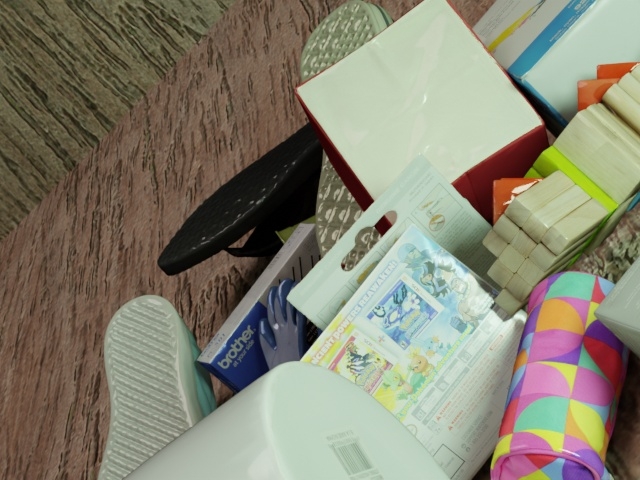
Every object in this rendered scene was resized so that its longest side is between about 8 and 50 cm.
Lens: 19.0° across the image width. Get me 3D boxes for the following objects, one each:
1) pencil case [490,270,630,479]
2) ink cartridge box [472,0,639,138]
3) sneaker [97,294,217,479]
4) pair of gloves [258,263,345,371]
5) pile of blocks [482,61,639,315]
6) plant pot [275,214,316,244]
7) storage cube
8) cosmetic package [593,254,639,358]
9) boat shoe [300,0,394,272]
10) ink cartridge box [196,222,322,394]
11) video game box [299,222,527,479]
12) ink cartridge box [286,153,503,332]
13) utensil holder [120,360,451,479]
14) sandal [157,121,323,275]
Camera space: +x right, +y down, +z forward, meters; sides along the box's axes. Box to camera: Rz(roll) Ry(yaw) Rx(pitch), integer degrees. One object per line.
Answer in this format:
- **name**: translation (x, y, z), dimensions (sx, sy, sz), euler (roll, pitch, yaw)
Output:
- **pencil case**: translation (0.205, 0.132, 1.593), dimensions (0.104, 0.104, 0.236), euler (-34, 25, 36)
- **ink cartridge box**: translation (0.280, -0.187, 1.936), dimensions (0.168, 0.171, 0.232), euler (-47, 19, 3)
- **sneaker**: translation (-0.165, 0.242, 2.179), dimensions (0.135, 0.150, 0.366), euler (-15, 51, 19)
- **pair of gloves**: translation (-0.005, 0.110, 2.078), dimensions (0.198, 0.023, 0.159), euler (-20, 73, 52)
- **pile of blocks**: translation (0.258, -0.084, 1.767), dimensions (0.362, 0.112, 0.149), euler (-40, -14, -26)
- **plant pot**: translation (0.000, 0.000, 2.345), dimensions (0.079, 0.083, 0.083), euler (-35, 19, -1)
- **storage cube**: translation (0.109, -0.102, 1.931), dimensions (0.184, 0.215, 0.193), euler (-34, -21, -1)
- **cosmetic package**: translation (0.325, 0.058, 1.464), dimensions (0.127, 0.107, 0.238), euler (-49, 22, -4)
- **boat shoe**: translation (0.089, -0.083, 2.196), dimensions (0.187, 0.156, 0.500), euler (-37, 36, 22)
- **ink cartridge box**: translation (-0.041, 0.089, 2.212), dimensions (0.207, 0.097, 0.046), euler (-52, 20, -15)
- **video game box**: translation (0.091, 0.121, 1.723), dimensions (0.205, 0.187, 0.048), euler (-50, -3, -9)
- **ink cartridge box**: translation (0.085, 0.039, 1.826), dimensions (0.189, 0.232, 0.066), euler (-48, 35, -1)
- **utensil holder**: translation (-0.078, 0.327, 1.488), dimensions (0.385, 0.327, 0.327), euler (-38, 21, 18)
- **sandal**: translation (-0.015, -0.077, 2.511), dimensions (0.446, 0.107, 0.167), euler (-38, 16, -10)
